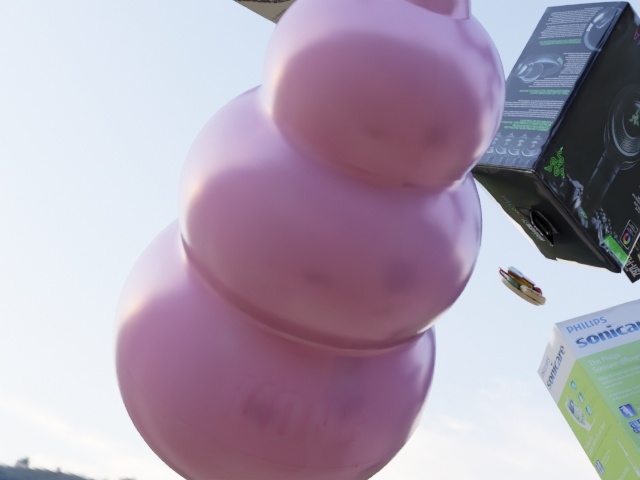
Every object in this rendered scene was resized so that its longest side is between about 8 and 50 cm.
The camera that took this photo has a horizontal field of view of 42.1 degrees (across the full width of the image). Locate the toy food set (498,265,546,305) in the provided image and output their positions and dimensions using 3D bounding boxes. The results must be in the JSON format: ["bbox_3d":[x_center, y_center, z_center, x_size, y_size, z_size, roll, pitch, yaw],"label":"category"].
[{"bbox_3d":[0.286,0.064,1.179,0.083,0.020,0.083,38,16,17],"label":"toy food set"}]

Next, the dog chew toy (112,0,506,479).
[{"bbox_3d":[0.000,0.000,0.492,0.207,0.206,0.331,22,-60,-2],"label":"dog chew toy"}]

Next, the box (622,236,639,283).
[{"bbox_3d":[0.499,-0.047,1.302,0.147,0.077,0.180,-35,-64,15],"label":"box"}]

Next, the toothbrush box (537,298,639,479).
[{"bbox_3d":[0.434,0.216,1.028,0.206,0.283,0.122,-14,-39,-13],"label":"toothbrush box"}]

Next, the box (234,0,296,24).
[{"bbox_3d":[-0.140,-0.438,1.230,0.275,0.094,0.113,21,-30,-28],"label":"box"}]

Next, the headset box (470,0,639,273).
[{"bbox_3d":[0.346,-0.126,1.111,0.246,0.283,0.131,41,-16,-34],"label":"headset box"}]
